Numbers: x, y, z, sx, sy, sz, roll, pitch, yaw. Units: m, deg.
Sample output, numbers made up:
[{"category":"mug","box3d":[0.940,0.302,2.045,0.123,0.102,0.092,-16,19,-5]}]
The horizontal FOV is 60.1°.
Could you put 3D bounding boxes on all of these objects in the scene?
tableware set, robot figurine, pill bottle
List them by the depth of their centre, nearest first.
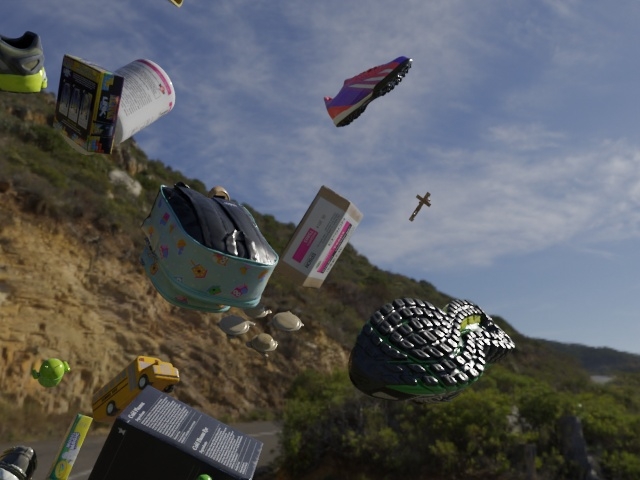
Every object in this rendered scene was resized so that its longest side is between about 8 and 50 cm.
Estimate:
[{"category":"tableware set","box3d":[-0.130,0.183,1.193,0.141,0.020,0.168,26,32,22]},{"category":"pill bottle","box3d":[-0.531,-0.349,1.444,0.160,0.283,0.160,20,-45,21]},{"category":"robot figurine","box3d":[-0.802,0.394,1.646,0.101,0.067,0.115,-6,-31,-37]}]

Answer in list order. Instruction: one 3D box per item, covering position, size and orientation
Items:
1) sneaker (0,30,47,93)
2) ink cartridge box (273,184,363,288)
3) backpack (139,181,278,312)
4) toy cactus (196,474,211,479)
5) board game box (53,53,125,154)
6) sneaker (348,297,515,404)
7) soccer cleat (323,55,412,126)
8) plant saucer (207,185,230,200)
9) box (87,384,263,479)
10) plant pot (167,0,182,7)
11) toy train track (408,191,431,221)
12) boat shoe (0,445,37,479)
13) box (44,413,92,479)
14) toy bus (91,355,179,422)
[{"category":"sneaker","box3d":[-0.679,-0.360,1.060,0.300,0.111,0.121,-18,-41,-48]},{"category":"ink cartridge box","box3d":[0.000,0.000,1.368,0.088,0.235,0.193,32,2,14]},{"category":"backpack","box3d":[-0.155,0.020,0.771,0.165,0.144,0.188,19,12,-40]},{"category":"toy cactus","box3d":[-0.257,0.510,0.940,0.112,0.219,0.180,37,9,40]},{"category":"board game box","box3d":[-0.424,-0.250,1.006,0.048,0.141,0.170,1,23,-47]},{"category":"sneaker","box3d":[0.144,0.172,0.739,0.343,0.134,0.146,10,-59,-52]},{"category":"soccer cleat","box3d":[0.141,-0.485,1.727,0.318,0.116,0.108,-35,-5,33]},{"category":"plant saucer","box3d":[-0.266,-0.103,1.470,0.015,0.084,0.083,1,-14,34]},{"category":"box","box3d":[-0.349,0.565,1.242,0.312,0.343,0.179,27,8,-1]},{"category":"plant pot","box3d":[-0.342,-0.592,1.024,0.187,0.212,0.212,21,11,-2]},{"category":"toy train track","box3d":[0.248,-0.083,1.373,0.014,0.048,0.083,13,-65,-51]},{"category":"boat shoe","box3d":[-0.766,0.580,1.356,0.109,0.091,0.305,39,-46,-11]},{"category":"box","box3d":[-0.624,0.526,1.356,0.043,0.179,0.105,25,-36,-20]},{"category":"toy bus","box3d":[-0.608,0.486,1.809,0.332,0.130,0.108,-39,-39,23]}]
